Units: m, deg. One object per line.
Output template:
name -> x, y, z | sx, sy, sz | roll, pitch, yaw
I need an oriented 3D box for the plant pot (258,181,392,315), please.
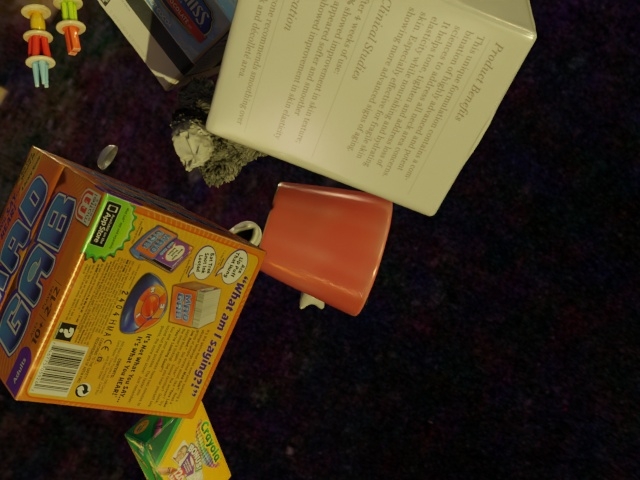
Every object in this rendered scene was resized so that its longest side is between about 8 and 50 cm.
plant pot -> 0.000, 0.000, 1.428 | 0.275, 0.243, 0.275 | -163, 90, -87

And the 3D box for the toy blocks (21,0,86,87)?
toy blocks -> -0.488, -0.363, 1.223 | 0.123, 0.054, 0.148 | -10, 83, 14

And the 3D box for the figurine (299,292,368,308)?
figurine -> 0.038, 0.082, 1.774 | 0.092, 0.214, 0.210 | -148, 57, -67

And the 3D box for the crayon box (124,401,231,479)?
crayon box -> -0.322, 0.499, 1.536 | 0.081, 0.279, 0.165 | 10, 37, 36

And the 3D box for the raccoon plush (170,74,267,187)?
raccoon plush -> -0.107, -0.218, 1.296 | 0.298, 0.216, 0.446 | -16, 28, -1

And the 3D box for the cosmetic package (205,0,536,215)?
cosmetic package -> 0.074, -0.309, 1.052 | 0.328, 0.393, 0.330 | -76, 8, -51

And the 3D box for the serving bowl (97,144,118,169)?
serving bowl -> -0.645, -0.254, 1.994 | 0.083, 0.027, 0.083 | -57, 4, 6

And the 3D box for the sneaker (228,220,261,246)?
sneaker -> -0.286, 0.045, 1.851 | 0.297, 0.111, 0.129 | -46, 1, -12

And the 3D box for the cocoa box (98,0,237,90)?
cocoa box -> -0.296, -0.532, 1.372 | 0.227, 0.347, 0.231 | -32, 9, 32

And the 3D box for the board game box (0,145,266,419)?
board game box -> -0.396, 0.082, 1.263 | 0.356, 0.356, 0.357 | 25, 91, 45
